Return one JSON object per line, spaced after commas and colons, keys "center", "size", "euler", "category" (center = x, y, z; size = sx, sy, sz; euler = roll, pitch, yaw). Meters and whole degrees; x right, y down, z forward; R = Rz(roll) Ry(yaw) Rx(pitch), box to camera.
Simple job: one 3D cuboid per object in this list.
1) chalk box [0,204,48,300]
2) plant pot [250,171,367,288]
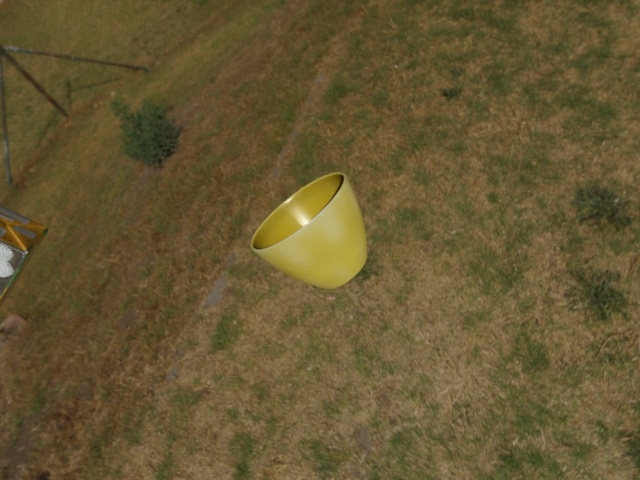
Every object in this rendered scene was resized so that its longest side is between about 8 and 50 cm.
{"center": [-0.671, 0.075, 0.829], "size": [0.289, 0.180, 0.179], "euler": [-55, 25, 2], "category": "chalk box"}
{"center": [0.000, 0.000, 0.530], "size": [0.134, 0.095, 0.134], "euler": [-33, 21, 14], "category": "plant pot"}
